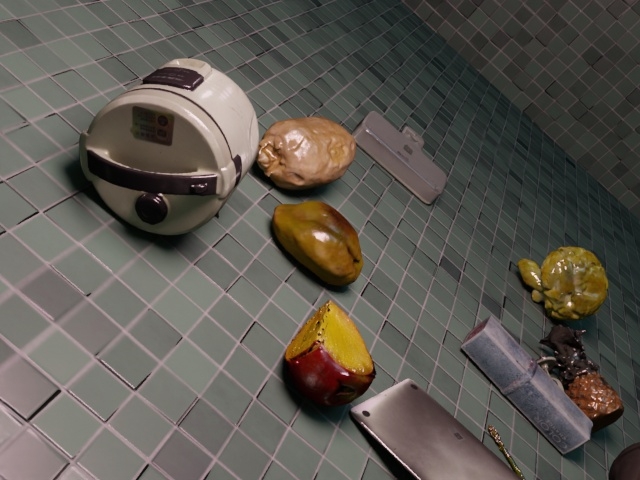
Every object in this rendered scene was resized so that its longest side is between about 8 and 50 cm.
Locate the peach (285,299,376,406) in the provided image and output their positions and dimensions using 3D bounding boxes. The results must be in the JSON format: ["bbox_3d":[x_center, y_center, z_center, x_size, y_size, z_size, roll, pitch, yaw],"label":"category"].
[{"bbox_3d":[0.006,0.168,1.030,0.127,0.092,0.172,31,21,-30],"label":"peach"}]

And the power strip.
[{"bbox_3d":[0.207,-0.220,1.778,0.265,0.059,0.193,41,35,-5],"label":"power strip"}]

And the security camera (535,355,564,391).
[{"bbox_3d":[0.477,0.292,1.468,0.058,0.058,0.092,20,41,-35],"label":"security camera"}]

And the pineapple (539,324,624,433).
[{"bbox_3d":[0.546,0.280,1.499,0.111,0.119,0.237,34,28,-42],"label":"pineapple"}]

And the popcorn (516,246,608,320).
[{"bbox_3d":[0.591,0.098,1.736,0.198,0.213,0.197,-13,105,-60],"label":"popcorn"}]

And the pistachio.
[{"bbox_3d":[-0.002,0.000,1.217,0.189,0.100,0.110,46,27,1],"label":"pistachio"}]

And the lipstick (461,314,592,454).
[{"bbox_3d":[0.398,0.280,1.363,0.289,0.077,0.076,48,30,5],"label":"lipstick"}]

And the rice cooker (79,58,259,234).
[{"bbox_3d":[-0.214,-0.137,1.028,0.226,0.226,0.244,38,33,-10],"label":"rice cooker"}]

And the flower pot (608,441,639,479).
[{"bbox_3d":[0.591,0.496,1.200,0.166,0.269,0.269,-33,77,-36],"label":"flower pot"}]

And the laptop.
[{"bbox_3d":[0.185,0.319,1.062,0.269,0.015,0.188,40,28,26],"label":"laptop"}]

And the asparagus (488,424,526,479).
[{"bbox_3d":[0.334,0.390,1.213,0.016,0.013,0.166,17,38,-54],"label":"asparagus"}]

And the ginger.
[{"bbox_3d":[-0.022,-0.170,1.378,0.267,0.152,0.137,-19,96,-62],"label":"ginger"}]
